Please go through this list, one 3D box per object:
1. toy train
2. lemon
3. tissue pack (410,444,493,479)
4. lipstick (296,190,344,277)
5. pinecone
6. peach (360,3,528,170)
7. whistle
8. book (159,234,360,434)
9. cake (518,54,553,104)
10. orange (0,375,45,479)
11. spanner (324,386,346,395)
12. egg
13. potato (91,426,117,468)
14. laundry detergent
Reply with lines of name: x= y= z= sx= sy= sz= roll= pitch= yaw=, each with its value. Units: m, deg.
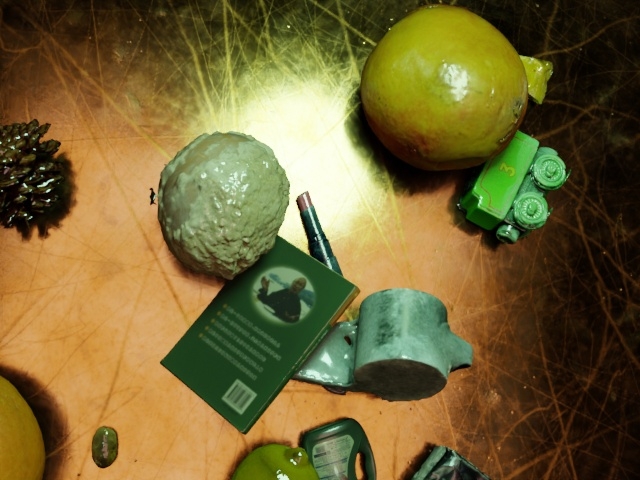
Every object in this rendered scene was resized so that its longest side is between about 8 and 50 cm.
toy train: x=0.428 y=-0.121 z=1.920 sx=0.188 sy=0.132 sz=0.243 roll=27 pitch=76 yaw=2
lemon: x=-0.099 y=0.516 z=1.715 sx=0.184 sy=0.184 sz=0.248 roll=34 pitch=92 yaw=-2
tissue pack: x=0.307 y=0.615 z=1.786 sx=0.332 sy=0.123 sz=0.245 roll=39 pitch=75 yaw=0
lipstick: x=0.000 y=0.000 z=1.880 sx=0.053 sy=0.053 sz=0.234 roll=-16 pitch=80 yaw=-10
pinecone: x=-0.620 y=-0.132 z=1.740 sx=0.221 sy=0.221 sz=0.221 roll=1 pitch=81 yaw=-8
peach: x=0.262 y=-0.332 z=1.842 sx=0.373 sy=0.290 sz=0.372 roll=-5 pitch=81 yaw=33
whistle: x=0.101 y=0.227 z=1.785 sx=0.405 sy=0.188 sz=0.168 roll=-11 pitch=51 yaw=24
book: x=-0.127 y=0.179 z=1.773 sx=0.260 sy=0.043 sz=0.371 roll=33 pitch=78 yaw=30
cake: x=0.442 y=-0.378 z=2.001 sx=0.185 sy=0.080 sz=0.116 roll=4 pitch=93 yaw=-17
orange: x=-0.713 y=0.426 z=1.567 sx=0.424 sy=0.326 sz=0.423 roll=3 pitch=67 yaw=-7
spanner: x=0.153 y=0.269 z=1.868 sx=0.326 sy=0.026 sz=0.093 roll=-9 pitch=80 yaw=-10
egg: x=-0.200 y=-0.079 z=1.758 sx=0.279 sy=0.279 sz=0.310 roll=16 pitch=78 yaw=-5
potato: x=-0.440 y=0.421 z=1.751 sx=0.051 sy=0.040 sz=0.083 roll=-1 pitch=82 yaw=-13
laundry detergent: x=0.052 y=0.491 z=1.792 sx=0.144 sy=0.078 sz=0.221 roll=-18 pitch=83 yaw=-14
